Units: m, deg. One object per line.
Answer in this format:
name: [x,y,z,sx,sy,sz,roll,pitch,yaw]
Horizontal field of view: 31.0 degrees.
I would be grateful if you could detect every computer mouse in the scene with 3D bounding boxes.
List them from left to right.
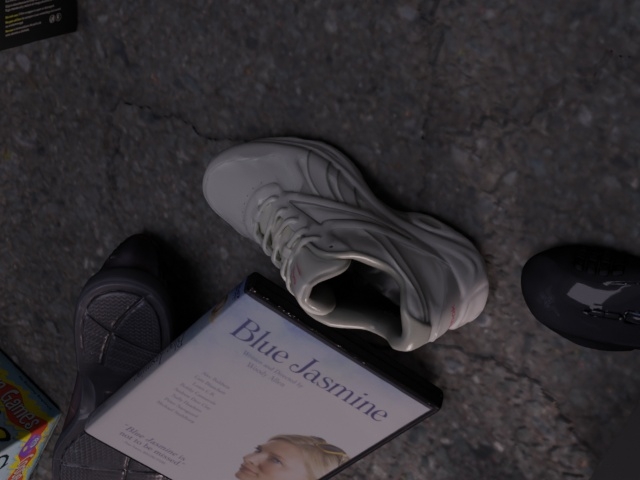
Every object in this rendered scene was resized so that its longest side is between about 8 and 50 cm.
computer mouse: [0.238,0.056,0.727,0.242,0.041,0.071,14,116,28]

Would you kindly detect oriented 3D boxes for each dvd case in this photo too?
dvd case: [-0.051,0.136,0.908,0.180,0.022,0.253,34,131,-19]

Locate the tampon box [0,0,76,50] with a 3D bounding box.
tampon box: [-0.268,-0.243,0.897,0.120,0.101,0.161,18,118,26]

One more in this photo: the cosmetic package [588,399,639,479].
cosmetic package: [0.199,0.256,0.630,0.197,0.365,0.155,18,120,24]

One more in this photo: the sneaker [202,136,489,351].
sneaker: [0.000,0.000,0.812,0.232,0.115,0.090,27,122,22]

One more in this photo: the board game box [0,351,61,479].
board game box: [-0.402,0.215,1.068,0.144,0.275,0.142,42,126,12]

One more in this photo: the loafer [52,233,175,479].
loafer: [-0.170,0.132,1.014,0.109,0.095,0.303,10,124,-4]
